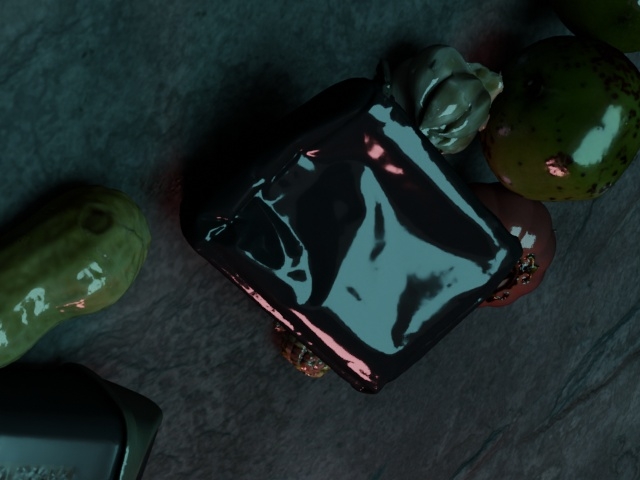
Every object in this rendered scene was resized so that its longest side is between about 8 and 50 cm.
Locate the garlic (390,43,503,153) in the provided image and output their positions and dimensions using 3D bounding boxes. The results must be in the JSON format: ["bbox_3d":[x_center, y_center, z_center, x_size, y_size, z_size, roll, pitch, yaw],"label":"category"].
[{"bbox_3d":[0.116,-0.141,1.314,0.194,0.127,0.131,-47,177,-33],"label":"garlic"}]

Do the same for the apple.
[{"bbox_3d":[0.379,-0.329,1.430,0.196,0.196,0.157,-37,154,-23],"label":"apple"}]

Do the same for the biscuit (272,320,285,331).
[{"bbox_3d":[0.000,0.000,1.319,0.144,0.016,0.203,-9,105,-24],"label":"biscuit"}]

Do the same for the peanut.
[{"bbox_3d":[-0.259,0.038,1.070,0.236,0.120,0.110,-41,175,-27],"label":"peanut"}]

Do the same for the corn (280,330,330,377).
[{"bbox_3d":[0.028,0.056,1.393,0.079,0.079,0.237,28,92,-49],"label":"corn"}]

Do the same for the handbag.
[{"bbox_3d":[0.037,-0.023,1.225,0.275,0.178,0.302,-44,115,5],"label":"handbag"}]

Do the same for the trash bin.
[{"bbox_3d":[-0.303,0.225,1.098,0.290,0.182,0.209,14,102,-42],"label":"trash bin"}]

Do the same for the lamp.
[{"bbox_3d":[0.220,0.001,1.501,0.182,0.140,0.182,-3,127,-4],"label":"lamp"}]

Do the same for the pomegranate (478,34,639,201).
[{"bbox_3d":[0.320,-0.143,1.428,0.248,0.214,0.214,21,98,-50],"label":"pomegranate"}]
